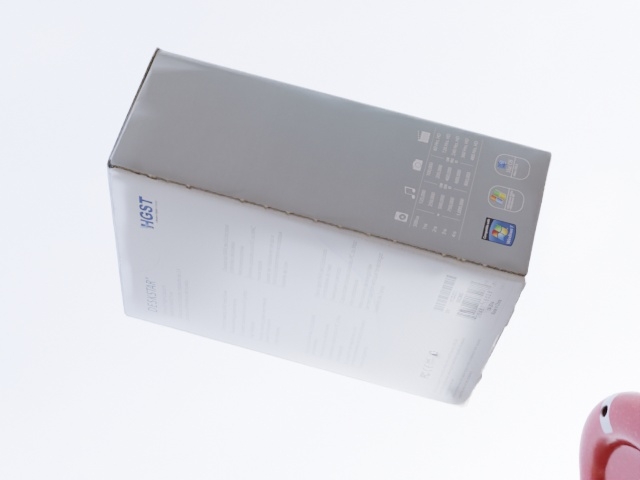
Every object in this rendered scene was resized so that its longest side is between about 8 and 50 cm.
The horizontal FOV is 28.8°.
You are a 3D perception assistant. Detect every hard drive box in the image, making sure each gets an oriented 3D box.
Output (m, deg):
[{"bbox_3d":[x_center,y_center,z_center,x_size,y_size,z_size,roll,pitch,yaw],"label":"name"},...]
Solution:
[{"bbox_3d":[0.000,0.000,0.744,0.232,0.181,0.089,15,-120,3],"label":"hard drive box"}]

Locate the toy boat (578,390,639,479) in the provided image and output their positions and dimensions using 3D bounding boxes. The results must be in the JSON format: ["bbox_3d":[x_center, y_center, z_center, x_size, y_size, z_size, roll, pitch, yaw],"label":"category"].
[{"bbox_3d":[0.200,0.218,0.886,0.151,0.151,0.231,19,-108,-16],"label":"toy boat"}]
